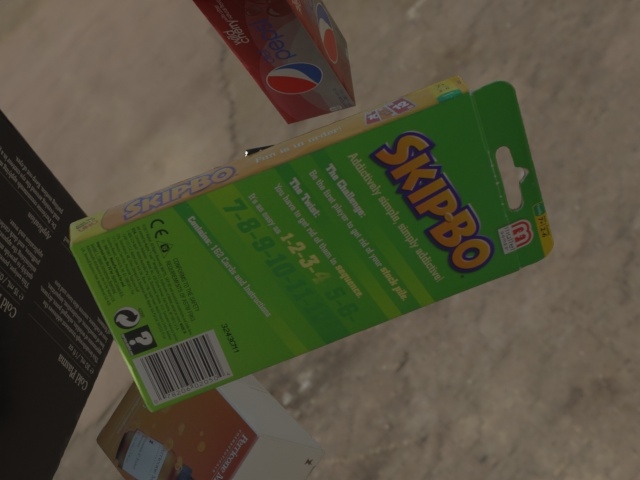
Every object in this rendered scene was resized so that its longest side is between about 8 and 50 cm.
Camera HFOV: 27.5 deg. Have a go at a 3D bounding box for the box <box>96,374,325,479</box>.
[{"bbox_3d":[-0.102,0.186,1.179,0.170,0.091,0.130,40,101,43],"label":"box"}]

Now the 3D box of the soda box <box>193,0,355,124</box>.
[{"bbox_3d":[-0.046,-0.223,1.333,0.083,0.263,0.092,-14,63,15],"label":"soda box"}]

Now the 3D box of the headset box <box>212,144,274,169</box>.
[{"bbox_3d":[-0.035,-0.022,0.887,0.062,0.083,0.032,-9,3,16],"label":"headset box"}]

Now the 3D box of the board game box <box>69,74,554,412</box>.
[{"bbox_3d":[0.000,0.000,0.751,0.259,0.124,0.039,-20,30,0],"label":"board game box"}]

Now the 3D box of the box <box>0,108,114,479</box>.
[{"bbox_3d":[-0.360,0.077,1.206,0.178,0.343,0.313,8,62,23],"label":"box"}]
